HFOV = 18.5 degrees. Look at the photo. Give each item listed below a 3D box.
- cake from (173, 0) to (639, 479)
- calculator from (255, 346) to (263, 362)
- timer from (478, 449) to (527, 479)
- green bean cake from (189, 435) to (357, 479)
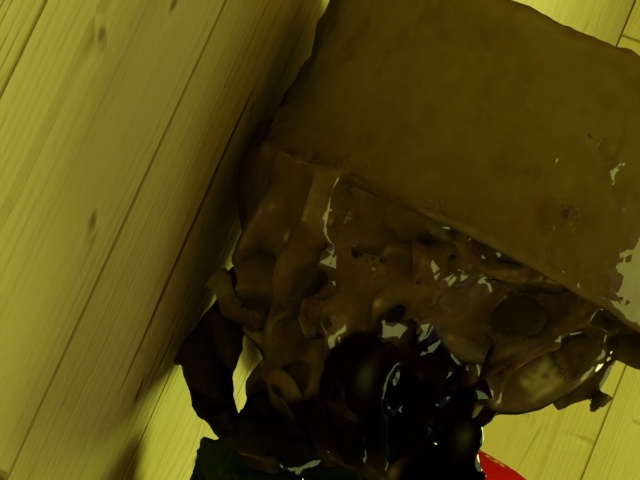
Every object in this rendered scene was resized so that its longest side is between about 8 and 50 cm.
[{"bbox_3d":[0.082,0.033,1.233,0.321,0.332,0.332,-62,169,-5],"label":"cake"},{"bbox_3d":[0.000,0.000,1.491,0.299,0.041,0.185,97,17,-59],"label":"calculator"},{"bbox_3d":[0.073,0.377,1.997,0.378,0.279,0.378,-61,168,-22],"label":"timer"},{"bbox_3d":[-0.021,0.281,1.292,0.247,0.156,0.250,-106,-153,-48],"label":"green bean cake"}]
